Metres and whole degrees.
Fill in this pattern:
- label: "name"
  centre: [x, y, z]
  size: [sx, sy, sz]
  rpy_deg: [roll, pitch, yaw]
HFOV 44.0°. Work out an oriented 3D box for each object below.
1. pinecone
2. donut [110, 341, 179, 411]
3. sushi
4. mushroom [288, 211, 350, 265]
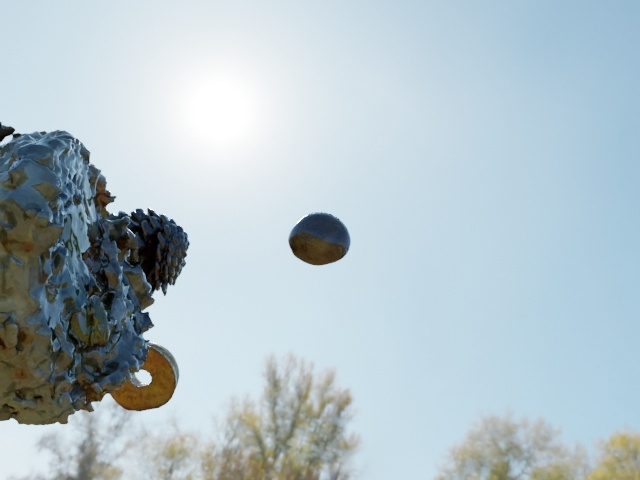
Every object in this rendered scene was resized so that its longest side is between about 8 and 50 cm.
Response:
- label: "pinecone"
  centre: [-0.362, 0.020, 1.543]
  size: [0.205, 0.179, 0.184]
  rpy_deg: [11, -30, -13]
- label: "donut"
  centre: [-0.353, 0.268, 1.584]
  size: [0.152, 0.151, 0.058]
  rpy_deg: [14, 15, 9]
- label: "sushi"
  centre: [-0.357, 0.037, 1.042]
  size: [0.176, 0.417, 0.417]
  rpy_deg: [-6, -32, 6]
- label: "mushroom"
  centre: [0.000, 0.000, 1.530]
  size: [0.127, 0.127, 0.087]
  rpy_deg: [16, -45, 5]
